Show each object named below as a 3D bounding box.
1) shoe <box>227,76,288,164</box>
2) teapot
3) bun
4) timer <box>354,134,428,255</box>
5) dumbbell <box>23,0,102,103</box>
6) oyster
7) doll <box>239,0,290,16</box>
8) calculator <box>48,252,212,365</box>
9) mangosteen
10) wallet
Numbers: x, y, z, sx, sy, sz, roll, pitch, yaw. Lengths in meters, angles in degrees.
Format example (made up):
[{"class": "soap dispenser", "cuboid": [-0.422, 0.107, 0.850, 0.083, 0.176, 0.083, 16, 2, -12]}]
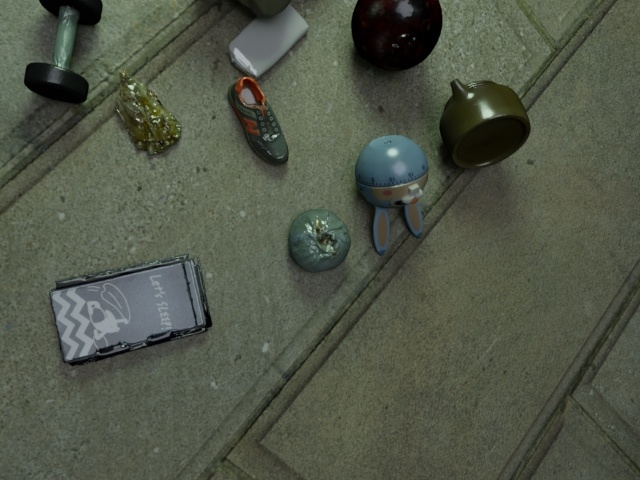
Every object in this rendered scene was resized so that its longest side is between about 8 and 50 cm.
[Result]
[{"class": "shoe", "cuboid": [-0.123, -0.245, 0.897, 0.074, 0.077, 0.195, -32, 99, -17]}, {"class": "teapot", "cuboid": [0.377, -0.285, 1.028, 0.267, 0.185, 0.176, 25, 48, -46]}, {"class": "bun", "cuboid": [0.000, 0.000, 0.934, 0.140, 0.083, 0.141, 0, 90, -16]}, {"class": "timer", "cuboid": [0.170, -0.102, 0.953, 0.175, 0.175, 0.256, -22, 97, -18]}, {"class": "dumbbell", "cuboid": [-0.455, -0.351, 0.776, 0.100, 0.100, 0.191, 9, 87, -18]}, {"class": "oyster", "cuboid": [-0.333, -0.242, 0.852, 0.121, 0.045, 0.146, 4, 88, -33]}, {"class": "doll", "cuboid": [-0.092, -0.613, 0.850, 0.214, 0.226, 0.370, 31, 67, 15]}, {"class": "calculator", "cuboid": [-0.358, 0.129, 0.842, 0.273, 0.028, 0.166, -12, 90, -20]}, {"class": "mangosteen", "cuboid": [0.162, -0.473, 0.944, 0.209, 0.210, 0.210, 0, 89, -19]}, {"class": "wallet", "cuboid": [-0.113, -0.428, 0.927, 0.095, 0.033, 0.190, 45, 76, -11]}]
